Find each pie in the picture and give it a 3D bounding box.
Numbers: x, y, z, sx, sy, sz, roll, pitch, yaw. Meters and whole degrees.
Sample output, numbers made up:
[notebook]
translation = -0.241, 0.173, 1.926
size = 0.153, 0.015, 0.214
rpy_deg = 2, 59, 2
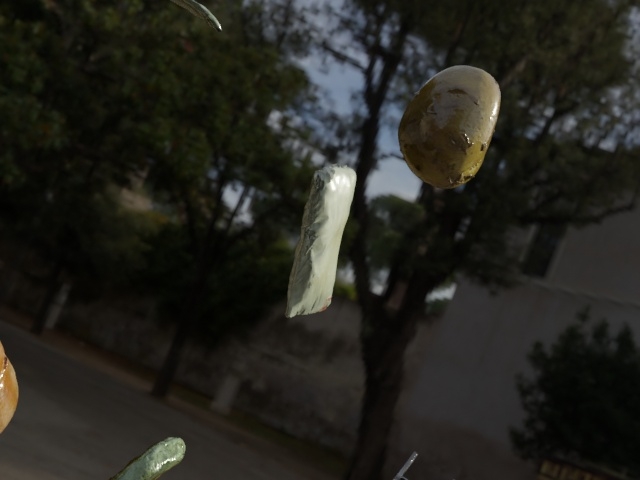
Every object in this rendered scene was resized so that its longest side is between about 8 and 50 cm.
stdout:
[pie]
translation = -0.311, 0.387, 1.920
size = 0.054, 0.240, 0.240
rpy_deg = 51, -7, 4

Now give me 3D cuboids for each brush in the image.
[brush]
translation = -0.155, -0.279, 1.385
size = 0.178, 0.030, 0.033
rpy_deg = 39, -16, 46

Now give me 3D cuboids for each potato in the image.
[potato]
translation = 0.179, -0.159, 1.708
size = 0.137, 0.176, 0.137
rpy_deg = 11, 7, -1

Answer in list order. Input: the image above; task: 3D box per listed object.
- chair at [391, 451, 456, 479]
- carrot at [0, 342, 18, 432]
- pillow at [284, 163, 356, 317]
[chair]
translation = 0.107, 0.360, 1.595
size = 0.084, 0.101, 0.212
rpy_deg = 33, 13, 10
[carrot]
translation = -0.452, 0.111, 1.413
size = 0.196, 0.196, 0.254
rpy_deg = 22, -40, 9
[pillow]
translation = 0.000, 0.000, 1.768
size = 0.050, 0.229, 0.128
rpy_deg = 18, 17, 24
